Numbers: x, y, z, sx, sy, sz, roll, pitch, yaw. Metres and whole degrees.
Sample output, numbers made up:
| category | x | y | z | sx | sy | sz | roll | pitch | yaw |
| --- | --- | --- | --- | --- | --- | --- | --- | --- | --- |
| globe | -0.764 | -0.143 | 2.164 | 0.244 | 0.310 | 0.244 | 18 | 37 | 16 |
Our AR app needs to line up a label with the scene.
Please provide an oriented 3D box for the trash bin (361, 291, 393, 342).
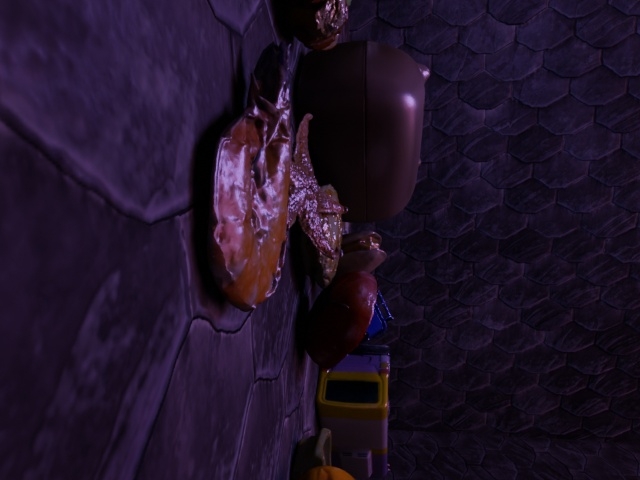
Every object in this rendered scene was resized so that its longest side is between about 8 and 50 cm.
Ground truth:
| category | x | y | z | sx | sy | sz | roll | pitch | yaw |
| --- | --- | --- | --- | --- | --- | --- | --- | --- | --- |
| trash bin | 0.086 | 0.213 | 1.191 | 0.163 | 0.184 | 0.234 | 65 | 11 | 9 |

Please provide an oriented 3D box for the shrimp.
| category | x | y | z | sx | sy | sz | roll | pitch | yaw |
| --- | --- | --- | --- | --- | --- | --- | --- | --- | --- |
| shrimp | -0.070 | -0.086 | 0.460 | 0.164 | 0.062 | 0.317 | 54 | 39 | -74 |

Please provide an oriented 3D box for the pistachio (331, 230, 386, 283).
| category | x | y | z | sx | sy | sz | roll | pitch | yaw |
| --- | --- | --- | --- | --- | --- | --- | --- | --- | --- |
| pistachio | 0.065 | 0.050 | 1.101 | 0.223 | 0.152 | 0.126 | -38 | -129 | 42 |

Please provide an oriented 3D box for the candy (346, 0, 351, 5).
| category | x | y | z | sx | sy | sz | roll | pitch | yaw |
| --- | --- | --- | --- | --- | --- | --- | --- | --- | --- |
| candy | 0.021 | -0.607 | 0.897 | 0.343 | 0.132 | 0.142 | -5 | 79 | -83 |

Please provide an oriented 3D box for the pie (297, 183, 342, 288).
| category | x | y | z | sx | sy | sz | roll | pitch | yaw |
| --- | --- | --- | --- | --- | --- | --- | --- | --- | --- |
| pie | 0.000 | 0.000 | 0.919 | 0.248 | 0.090 | 0.201 | 77 | 20 | -67 |

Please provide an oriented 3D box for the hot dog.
| category | x | y | z | sx | sy | sz | roll | pitch | yaw |
| --- | --- | --- | --- | --- | --- | --- | --- | --- | --- |
| hot dog | -0.018 | -0.397 | 0.747 | 0.213 | 0.103 | 0.146 | -110 | 178 | -84 |

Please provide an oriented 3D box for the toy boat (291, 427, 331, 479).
| category | x | y | z | sx | sy | sz | roll | pitch | yaw |
| --- | --- | --- | --- | --- | --- | --- | --- | --- | --- |
| toy boat | -0.012 | 0.516 | 0.888 | 0.111 | 0.084 | 0.276 | -63 | 150 | -69 |

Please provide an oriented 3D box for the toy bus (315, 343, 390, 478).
| category | x | y | z | sx | sy | sz | roll | pitch | yaw |
| --- | --- | --- | --- | --- | --- | --- | --- | --- | --- |
| toy bus | 0.112 | 0.540 | 1.352 | 0.249 | 0.209 | 0.440 | -79 | 167 | -51 |

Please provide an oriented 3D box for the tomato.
| category | x | y | z | sx | sy | sz | roll | pitch | yaw |
| --- | --- | --- | --- | --- | --- | --- | --- | --- | --- |
| tomato | 0.028 | 0.155 | 0.945 | 0.228 | 0.101 | 0.228 | -59 | -173 | 12 |

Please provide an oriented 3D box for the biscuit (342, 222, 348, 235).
| category | x | y | z | sx | sy | sz | roll | pitch | yaw |
| --- | --- | --- | --- | --- | --- | --- | --- | --- | --- |
| biscuit | 0.053 | -0.074 | 1.395 | 0.186 | 0.079 | 0.309 | 78 | 15 | -53 |

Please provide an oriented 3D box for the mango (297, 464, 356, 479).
| category | x | y | z | sx | sy | sz | roll | pitch | yaw |
| --- | --- | --- | --- | --- | --- | --- | --- | --- | --- |
| mango | 0.012 | 0.540 | 0.749 | 0.187 | 0.144 | 0.359 | -29 | 120 | -51 |

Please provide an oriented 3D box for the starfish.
| category | x | y | z | sx | sy | sz | roll | pitch | yaw |
| --- | --- | --- | --- | --- | --- | --- | --- | --- | --- |
| starfish | -0.019 | -0.084 | 0.750 | 0.231 | 0.048 | 0.295 | 48 | 37 | -42 |

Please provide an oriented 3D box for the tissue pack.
| category | x | y | z | sx | sy | sz | roll | pitch | yaw |
| --- | --- | --- | --- | --- | --- | --- | --- | --- | --- |
| tissue pack | 0.102 | -0.233 | 1.003 | 0.387 | 0.276 | 0.267 | 82 | 14 | -45 |
